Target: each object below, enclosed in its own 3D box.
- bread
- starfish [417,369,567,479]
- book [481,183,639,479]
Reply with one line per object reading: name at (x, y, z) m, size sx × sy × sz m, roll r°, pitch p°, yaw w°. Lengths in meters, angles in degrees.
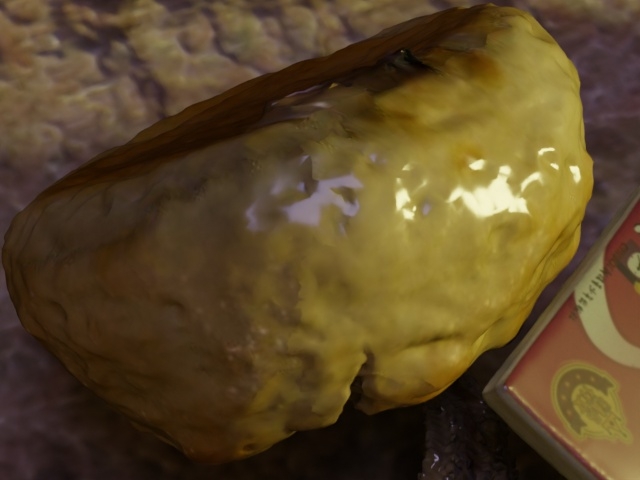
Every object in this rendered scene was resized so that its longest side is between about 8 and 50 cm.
bread at (0.000, 0.000, 0.730) m, size 0.244 × 0.244 × 0.134 m, roll -24°, pitch 101°, yaw -20°
starfish at (0.070, 0.146, 0.706) m, size 0.301 × 0.084 × 0.293 m, roll 34°, pitch 50°, yaw 5°
book at (0.186, 0.092, 0.733) m, size 0.232 × 0.022 × 0.162 m, roll 43°, pitch 49°, yaw 1°
